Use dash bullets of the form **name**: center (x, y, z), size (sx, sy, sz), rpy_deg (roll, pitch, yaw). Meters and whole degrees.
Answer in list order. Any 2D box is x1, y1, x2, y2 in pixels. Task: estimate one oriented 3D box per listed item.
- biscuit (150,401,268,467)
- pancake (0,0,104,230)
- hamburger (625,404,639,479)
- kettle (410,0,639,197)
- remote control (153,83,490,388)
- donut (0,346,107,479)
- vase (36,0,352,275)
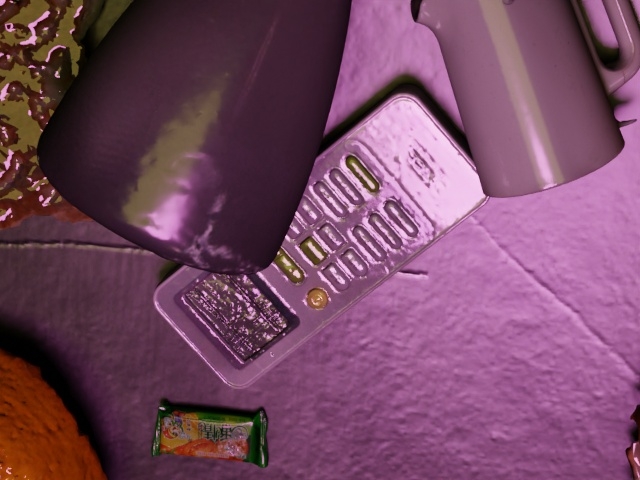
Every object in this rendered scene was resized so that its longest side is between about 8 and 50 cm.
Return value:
- **biscuit**: center (-0.083, 0.145, 1.321), size (0.089, 0.016, 0.046), rpy_deg (6, 111, 7)
- **pancake**: center (-0.278, -0.177, 1.221), size (0.304, 0.067, 0.427), rpy_deg (4, 110, 0)
- **hamburger**: center (0.373, 0.298, 1.135), size (0.268, 0.287, 0.445), rpy_deg (-17, 94, 9)
- **kettle**: center (0.141, -0.116, 1.147), size (0.127, 0.098, 0.148), rpy_deg (-15, 104, 20)
- **remote control**: center (0.000, 0.000, 1.245), size (0.250, 0.034, 0.103), rpy_deg (-37, 100, 20)
- **donut**: center (-0.282, 0.187, 1.324), size (0.253, 0.118, 0.253), rpy_deg (10, 122, 17)
- **vase**: center (-0.038, -0.151, 1.130), size (0.173, 0.173, 0.321), rpy_deg (29, 103, -2)
